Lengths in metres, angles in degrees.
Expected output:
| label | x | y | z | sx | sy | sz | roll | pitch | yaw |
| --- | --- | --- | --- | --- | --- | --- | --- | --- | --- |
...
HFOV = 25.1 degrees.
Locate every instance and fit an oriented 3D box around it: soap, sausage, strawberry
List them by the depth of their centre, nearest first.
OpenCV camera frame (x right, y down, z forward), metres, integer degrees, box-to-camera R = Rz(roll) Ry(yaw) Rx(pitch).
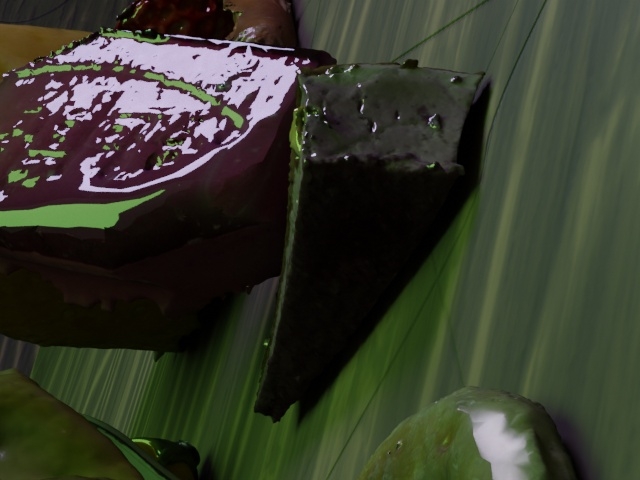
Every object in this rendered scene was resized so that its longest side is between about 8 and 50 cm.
| label | x | y | z | sx | sy | sz | roll | pitch | yaw |
| --- | --- | --- | --- | --- | --- | --- | --- | --- | --- |
| soap | -0.144 | -0.057 | 1.146 | 0.324 | 0.127 | 0.220 | 9 | 61 | 31 |
| sausage | -0.070 | -0.255 | 1.616 | 0.079 | 0.087 | 0.327 | -22 | 31 | 7 |
| strawberry | -0.147 | -0.287 | 1.850 | 0.280 | 0.150 | 0.253 | -49 | 4 | -26 |

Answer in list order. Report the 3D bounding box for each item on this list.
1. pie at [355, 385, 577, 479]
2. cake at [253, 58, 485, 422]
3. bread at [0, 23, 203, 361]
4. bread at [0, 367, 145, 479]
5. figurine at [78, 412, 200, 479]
| label | x | y | z | sx | sy | sz | roll | pitch | yaw |
| --- | --- | --- | --- | --- | --- | --- | --- | --- | --- |
| pie | 0.041 | 0.163 | 0.654 | 0.185 | 0.052 | 0.218 | -120 | 53 | -72 |
| cake | 0.000 | 0.000 | 0.965 | 0.116 | 0.112 | 0.295 | -81 | 12 | -46 |
| bread | -0.261 | -0.020 | 1.421 | 0.361 | 0.394 | 0.250 | -61 | 41 | 37 |
| bread | -0.083 | 0.166 | 0.365 | 0.252 | 0.196 | 0.239 | 42 | 154 | 64 |
| figurine | -0.195 | 0.194 | 1.203 | 0.141 | 0.250 | 0.167 | -52 | -14 | -69 |
